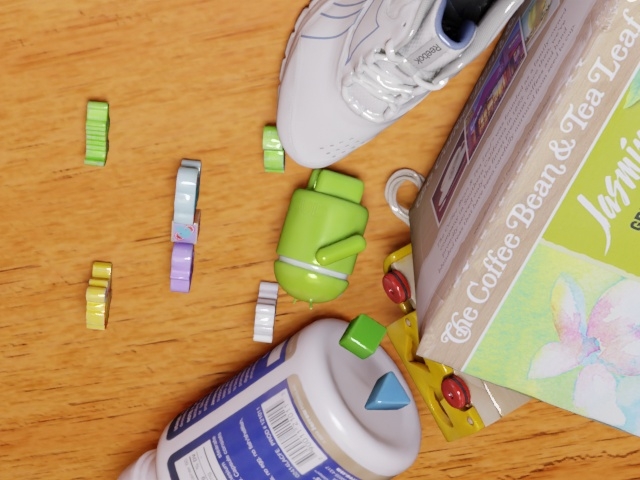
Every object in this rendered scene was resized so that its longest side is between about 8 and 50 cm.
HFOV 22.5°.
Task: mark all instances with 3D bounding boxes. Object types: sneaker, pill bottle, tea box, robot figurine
[{"bbox_3d":[0.061,-0.155,1.200,0.111,0.129,0.297,30,124,-19],"label":"sneaker"},{"bbox_3d":[-0.052,0.195,1.446,0.264,0.153,0.153,-35,116,26],"label":"pill bottle"},{"bbox_3d":[0.274,-0.042,1.192,0.323,0.220,0.329,20,119,-10],"label":"tea box"},{"bbox_3d":[0.000,0.000,1.337,0.067,0.101,0.115,16,89,-18],"label":"robot figurine"}]

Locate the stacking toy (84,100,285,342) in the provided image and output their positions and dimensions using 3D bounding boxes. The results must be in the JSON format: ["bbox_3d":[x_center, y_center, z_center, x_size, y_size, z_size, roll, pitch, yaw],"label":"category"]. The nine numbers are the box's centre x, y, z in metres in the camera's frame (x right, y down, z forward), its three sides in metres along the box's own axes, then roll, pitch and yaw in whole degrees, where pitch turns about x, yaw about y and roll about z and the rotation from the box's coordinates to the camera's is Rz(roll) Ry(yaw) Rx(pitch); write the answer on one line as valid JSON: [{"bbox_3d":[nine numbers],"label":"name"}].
[{"bbox_3d":[-0.117,-0.010,1.366,0.167,0.052,0.221,5,125,0],"label":"stacking toy"}]

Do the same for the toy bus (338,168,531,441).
[{"bbox_3d":[0.106,0.071,1.370,0.191,0.202,0.104,20,159,-13],"label":"toy bus"}]
